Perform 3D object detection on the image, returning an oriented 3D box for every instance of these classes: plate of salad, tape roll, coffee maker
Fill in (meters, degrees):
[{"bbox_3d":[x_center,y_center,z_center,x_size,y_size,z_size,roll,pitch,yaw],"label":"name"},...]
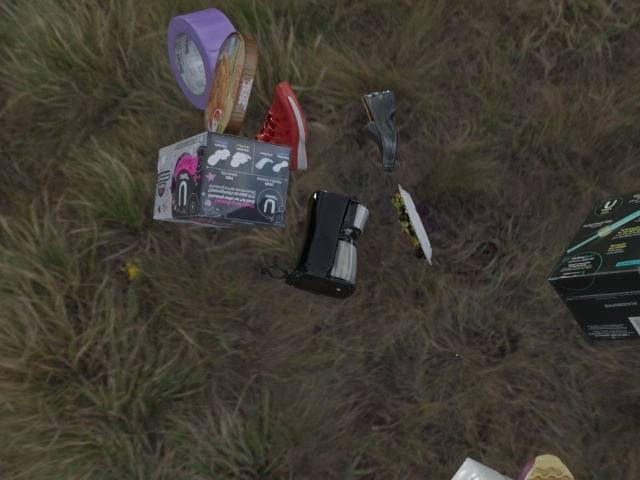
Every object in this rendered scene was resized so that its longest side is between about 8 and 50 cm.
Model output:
[{"bbox_3d":[0.207,-0.033,1.544,0.048,0.200,0.200,-21,77,9],"label":"plate of salad"},{"bbox_3d":[-0.232,-0.369,1.379,0.080,0.189,0.189,-27,74,-28],"label":"tape roll"},{"bbox_3d":[0.000,0.000,1.270,0.171,0.120,0.178,24,63,-27],"label":"coffee maker"}]

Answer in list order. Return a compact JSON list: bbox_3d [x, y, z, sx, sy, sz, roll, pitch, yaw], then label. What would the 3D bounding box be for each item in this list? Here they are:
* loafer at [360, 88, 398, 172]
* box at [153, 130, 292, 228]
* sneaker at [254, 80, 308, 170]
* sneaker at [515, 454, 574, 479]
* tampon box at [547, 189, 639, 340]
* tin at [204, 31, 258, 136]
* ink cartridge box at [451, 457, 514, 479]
[{"bbox_3d":[0.107,-0.200,1.241,0.061,0.062,0.170,-1,63,-3],"label":"loafer"},{"bbox_3d":[-0.181,-0.095,1.190,0.163,0.247,0.142,6,86,-31],"label":"box"},{"bbox_3d":[-0.094,-0.196,1.287,0.128,0.221,0.087,-19,52,-7],"label":"sneaker"},{"bbox_3d":[0.220,0.291,0.689,0.069,0.084,0.186,-2,104,3],"label":"sneaker"},{"bbox_3d":[0.371,0.025,0.792,0.101,0.120,0.161,52,59,-15],"label":"tampon box"},{"bbox_3d":[-0.159,-0.272,1.204,0.106,0.040,0.190,38,115,54],"label":"tin"},{"bbox_3d":[0.305,0.502,1.103,0.171,0.232,0.168,-56,32,3],"label":"ink cartridge box"}]
